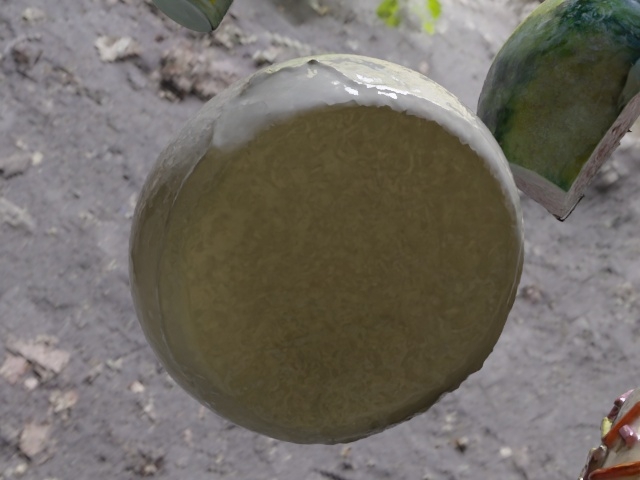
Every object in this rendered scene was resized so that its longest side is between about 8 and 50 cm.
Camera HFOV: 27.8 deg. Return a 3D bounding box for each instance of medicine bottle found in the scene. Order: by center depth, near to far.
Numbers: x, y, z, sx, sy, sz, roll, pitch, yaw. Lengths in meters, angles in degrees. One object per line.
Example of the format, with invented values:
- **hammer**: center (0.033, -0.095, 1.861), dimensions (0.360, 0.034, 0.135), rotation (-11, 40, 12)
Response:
- **medicine bottle**: center (-0.062, -0.166, 0.750), dimensions (0.047, 0.047, 0.083), rotation (32, 76, -14)

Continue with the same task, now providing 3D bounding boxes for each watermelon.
- **watermelon**: center (0.298, -0.179, 1.335), dimensions (0.305, 0.224, 0.180), rotation (-49, 128, -6)

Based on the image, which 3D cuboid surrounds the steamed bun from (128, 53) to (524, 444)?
- **steamed bun**: center (0.000, 0.000, 0.937), dimensions (0.283, 0.283, 0.177), rotation (23, 12, -20)

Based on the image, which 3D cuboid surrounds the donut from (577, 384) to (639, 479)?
- **donut**: center (0.250, 0.275, 1.036), dimensions (0.142, 0.382, 0.382), rotation (22, 49, 15)
